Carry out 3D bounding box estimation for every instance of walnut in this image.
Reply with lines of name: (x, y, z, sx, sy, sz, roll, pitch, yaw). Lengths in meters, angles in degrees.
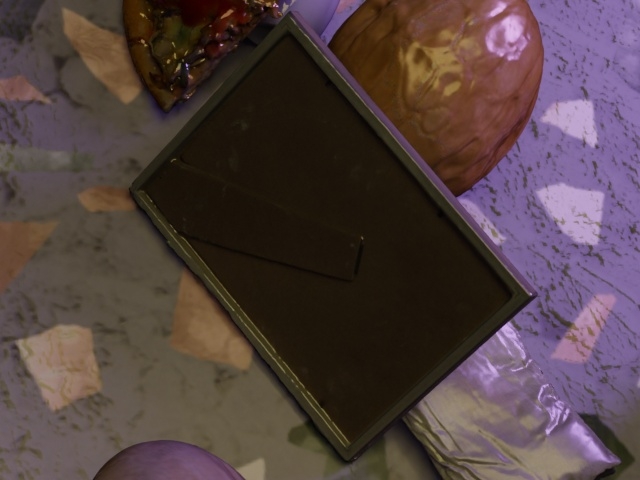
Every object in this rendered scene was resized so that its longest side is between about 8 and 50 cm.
walnut: (0.098, -0.139, 1.477, 0.195, 0.195, 0.221, 44, 79, 9)

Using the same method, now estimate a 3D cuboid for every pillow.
pillow: (0.137, 0.138, 1.454, 0.148, 0.050, 0.230, -28, 72, -24)

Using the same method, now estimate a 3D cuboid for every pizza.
pizza: (-0.101, -0.235, 1.510, 0.193, 0.053, 0.201, -22, 66, 22)

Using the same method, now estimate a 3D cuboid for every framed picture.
framed picture: (0.000, 0.000, 1.414, 0.315, 0.232, 0.024, 50, 25, 10)

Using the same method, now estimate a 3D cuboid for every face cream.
face cream: (-0.027, -0.227, 1.552, 0.091, 0.091, 0.095, 19, 73, -2)

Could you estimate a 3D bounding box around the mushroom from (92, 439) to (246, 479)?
mushroom: (-0.122, 0.271, 1.294, 0.206, 0.209, 0.206, 31, 26, -17)
